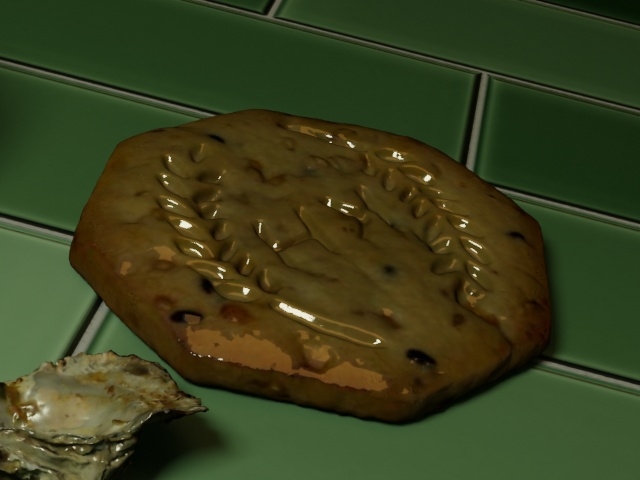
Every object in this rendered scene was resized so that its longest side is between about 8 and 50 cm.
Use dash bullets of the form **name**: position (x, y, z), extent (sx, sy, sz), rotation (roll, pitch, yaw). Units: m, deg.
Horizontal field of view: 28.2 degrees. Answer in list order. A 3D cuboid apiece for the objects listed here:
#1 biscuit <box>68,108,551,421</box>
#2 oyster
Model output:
- **biscuit**: position (0.001, -0.001, 0.919), extent (0.359, 0.046, 0.359), rotation (9, 34, -7)
- **oyster**: position (-0.150, 0.106, 0.699), extent (0.177, 0.056, 0.105), rotation (-17, 32, -38)
